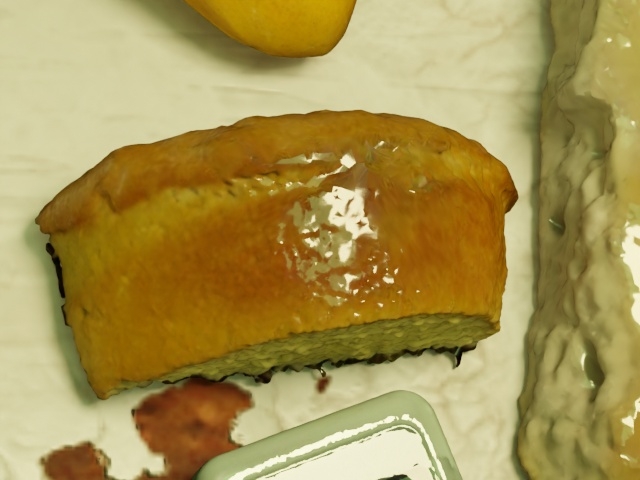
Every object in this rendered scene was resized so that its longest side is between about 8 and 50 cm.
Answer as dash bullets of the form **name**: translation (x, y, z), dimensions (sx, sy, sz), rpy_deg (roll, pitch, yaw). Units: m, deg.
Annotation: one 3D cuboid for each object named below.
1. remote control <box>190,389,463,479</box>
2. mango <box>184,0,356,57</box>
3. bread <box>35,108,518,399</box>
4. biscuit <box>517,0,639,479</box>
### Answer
- **remote control**: translation (0.042, 0.229, 0.873), dimensions (0.140, 0.056, 0.296), rpy_deg (-18, 78, -18)
- **mango**: translation (-0.054, -0.195, 0.972), dimensions (0.145, 0.112, 0.219), rpy_deg (-38, 96, -24)
- **bread**: translation (-0.003, -0.002, 0.900), dimensions (0.260, 0.134, 0.129), rpy_deg (-7, 74, -18)
- **biscuit**: translation (0.313, -0.020, 1.011), dimensions (0.446, 0.104, 0.429), rpy_deg (15, 68, -10)
